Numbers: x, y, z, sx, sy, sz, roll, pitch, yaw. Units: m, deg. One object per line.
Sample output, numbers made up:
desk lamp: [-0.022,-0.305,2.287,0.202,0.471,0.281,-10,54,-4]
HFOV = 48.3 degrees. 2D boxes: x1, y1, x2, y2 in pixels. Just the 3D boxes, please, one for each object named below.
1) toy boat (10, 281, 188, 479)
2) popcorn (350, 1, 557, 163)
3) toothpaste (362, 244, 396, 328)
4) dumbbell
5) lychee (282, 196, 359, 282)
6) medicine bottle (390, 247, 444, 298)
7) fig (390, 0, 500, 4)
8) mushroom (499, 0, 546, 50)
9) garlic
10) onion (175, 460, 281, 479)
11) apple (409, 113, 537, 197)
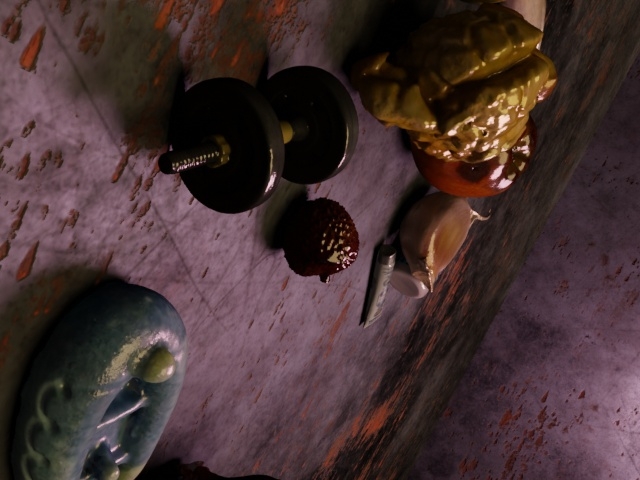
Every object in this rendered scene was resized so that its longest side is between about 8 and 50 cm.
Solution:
toy boat: [-0.239,0.206,0.842,0.215,0.123,0.330,-15,131,-56]
popcorn: [0.204,-0.230,1.068,0.332,0.265,0.225,-9,86,-33]
toothpaste: [0.127,0.104,1.549,0.062,0.039,0.239,-36,148,-35]
dumbbell: [-0.060,-0.118,0.806,0.325,0.143,0.143,-27,139,-52]
lychee: [0.004,-0.001,1.096,0.123,0.123,0.129,0,108,-63]
medicine bottle: [0.237,0.030,1.596,0.191,0.107,0.107,-49,154,-24]
fig: [0.205,-0.405,1.048,0.257,0.159,0.159,-29,146,-17]
mushroom: [0.383,-0.442,1.368,0.351,0.095,0.122,62,34,-58]
garlic: [0.265,-0.043,1.522,0.266,0.128,0.148,-40,142,-21]
onion: [-0.167,0.462,1.127,0.314,0.232,0.314,-14,168,-3]
apple: [0.283,-0.193,1.314,0.230,0.230,0.230,-44,151,-32]
